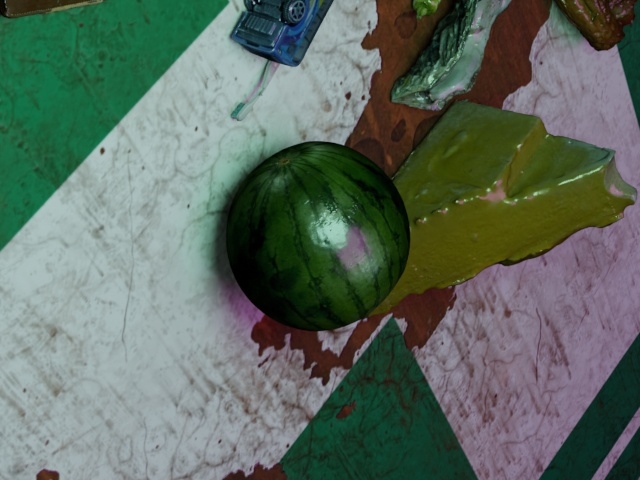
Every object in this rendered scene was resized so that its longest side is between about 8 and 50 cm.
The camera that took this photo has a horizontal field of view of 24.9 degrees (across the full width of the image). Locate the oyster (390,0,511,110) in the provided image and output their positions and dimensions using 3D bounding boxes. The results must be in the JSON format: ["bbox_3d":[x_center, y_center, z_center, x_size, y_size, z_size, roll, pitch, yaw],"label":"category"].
[{"bbox_3d":[0.215,-0.303,2.084,0.252,0.087,0.199,-63,165,22],"label":"oyster"}]

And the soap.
[{"bbox_3d":[0.234,-0.013,2.070,0.338,0.304,0.169,-52,136,-20],"label":"soap"}]

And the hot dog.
[{"bbox_3d":[0.444,-0.396,2.307,0.227,0.099,0.160,30,84,-55],"label":"hot dog"}]

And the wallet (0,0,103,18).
[{"bbox_3d":[-0.276,-0.295,1.552,0.176,0.026,0.095,-24,119,-43],"label":"wallet"}]

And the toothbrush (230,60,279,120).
[{"bbox_3d":[-0.052,-0.232,1.853,0.204,0.022,0.017,-56,141,-16],"label":"toothbrush"}]

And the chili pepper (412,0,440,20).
[{"bbox_3d":[0.173,-0.403,2.028,0.049,0.043,0.208,16,90,-23],"label":"chili pepper"}]

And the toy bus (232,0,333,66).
[{"bbox_3d":[-0.016,-0.327,1.803,0.094,0.079,0.236,36,79,-53],"label":"toy bus"}]

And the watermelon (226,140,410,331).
[{"bbox_3d":[-0.002,-0.004,1.850,0.242,0.242,0.242,-25,125,-41],"label":"watermelon"}]
